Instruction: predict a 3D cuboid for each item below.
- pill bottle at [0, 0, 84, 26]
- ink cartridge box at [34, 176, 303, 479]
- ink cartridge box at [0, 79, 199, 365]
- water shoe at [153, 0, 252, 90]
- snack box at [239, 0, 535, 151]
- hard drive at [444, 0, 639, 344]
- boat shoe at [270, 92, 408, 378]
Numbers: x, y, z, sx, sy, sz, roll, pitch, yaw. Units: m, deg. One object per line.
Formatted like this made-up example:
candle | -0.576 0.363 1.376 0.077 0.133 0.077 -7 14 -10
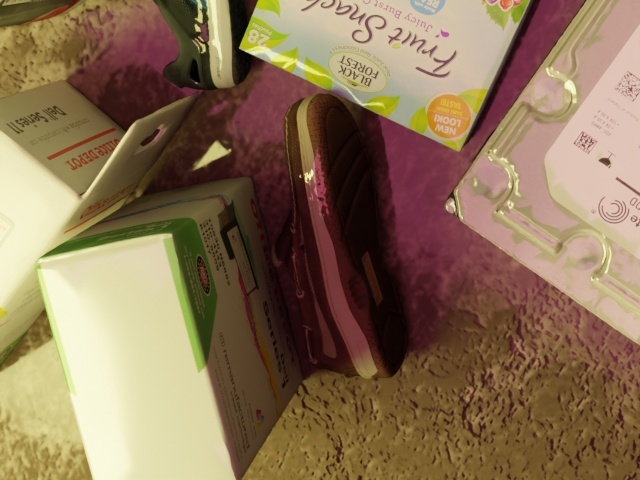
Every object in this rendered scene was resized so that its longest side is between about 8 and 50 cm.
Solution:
pill bottle | -0.292 -0.249 1.217 0.176 0.318 0.176 3 103 13
ink cartridge box | -0.112 0.071 1.269 0.117 0.278 0.201 -12 99 12
ink cartridge box | -0.269 -0.013 1.320 0.119 0.207 0.353 39 106 1
water shoe | -0.111 -0.227 1.310 0.080 0.073 0.203 -3 101 16
snack box | 0.062 -0.196 1.278 0.207 0.070 0.174 27 107 7
hard drive | 0.288 -0.099 1.253 0.237 0.064 0.339 36 108 4
boat shoe | -0.003 0.003 1.317 0.095 0.095 0.257 -3 110 28
